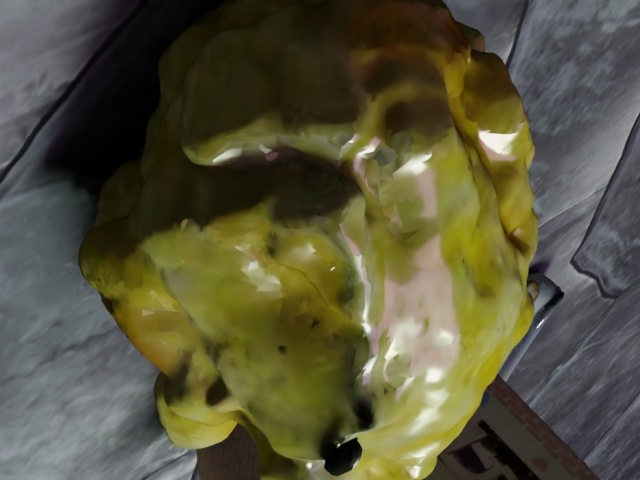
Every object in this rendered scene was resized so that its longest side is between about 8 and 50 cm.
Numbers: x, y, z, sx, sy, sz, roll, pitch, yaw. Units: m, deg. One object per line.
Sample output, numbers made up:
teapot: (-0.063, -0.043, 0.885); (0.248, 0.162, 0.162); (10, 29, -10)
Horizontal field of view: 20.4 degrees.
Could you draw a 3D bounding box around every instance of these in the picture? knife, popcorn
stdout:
knife: (0.149, 0.139, 1.645); (0.073, 0.040, 0.266); (-28, 150, -58)
popcorn: (0.000, 0.000, 0.949); (0.252, 0.215, 0.286); (-15, 112, -5)

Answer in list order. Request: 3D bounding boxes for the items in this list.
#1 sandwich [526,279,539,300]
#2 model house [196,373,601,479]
sandwich: (0.075, 0.100, 1.393); (0.094, 0.096, 0.258); (-15, 142, -42)
model house: (0.042, 0.190, 1.199); (0.244, 0.326, 0.169); (-15, 142, -43)
